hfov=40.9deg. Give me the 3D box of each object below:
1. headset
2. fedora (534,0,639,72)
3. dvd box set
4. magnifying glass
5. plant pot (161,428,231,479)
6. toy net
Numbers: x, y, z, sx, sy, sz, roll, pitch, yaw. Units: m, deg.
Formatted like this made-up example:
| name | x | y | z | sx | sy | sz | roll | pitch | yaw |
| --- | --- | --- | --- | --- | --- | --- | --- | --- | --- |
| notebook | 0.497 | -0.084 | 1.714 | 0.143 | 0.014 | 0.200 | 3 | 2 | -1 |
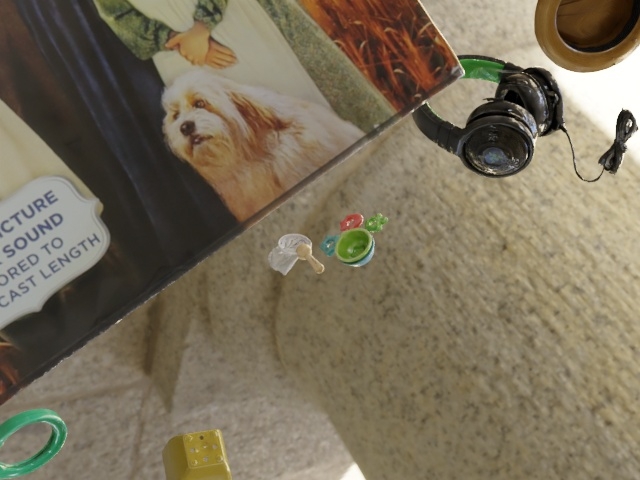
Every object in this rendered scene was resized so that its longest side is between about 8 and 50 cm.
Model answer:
| name | x | y | z | sx | sy | sz | roll | pitch | yaw |
| --- | --- | --- | --- | --- | --- | --- | --- | --- | --- |
| headset | 0.350 | -0.229 | 1.508 | 0.243 | 0.394 | 0.185 | -45 | 155 | -34 |
| fedora | 0.391 | -0.340 | 1.254 | 0.194 | 0.079 | 0.194 | -6 | 117 | -13 |
| dvd box set | -0.170 | -0.163 | 0.380 | 0.307 | 0.420 | 0.062 | -36 | -174 | -13 |
| magnifying glass | -0.412 | 0.267 | 1.017 | 0.231 | 0.026 | 0.092 | -22 | 135 | -36 |
| plant pot | -0.160 | 0.293 | 1.138 | 0.081 | 0.081 | 0.083 | -4 | 144 | -22 |
| toy net | 0.000 | 0.000 | 1.500 | 0.232 | 0.122 | 0.045 | -5 | 145 | 31 |
